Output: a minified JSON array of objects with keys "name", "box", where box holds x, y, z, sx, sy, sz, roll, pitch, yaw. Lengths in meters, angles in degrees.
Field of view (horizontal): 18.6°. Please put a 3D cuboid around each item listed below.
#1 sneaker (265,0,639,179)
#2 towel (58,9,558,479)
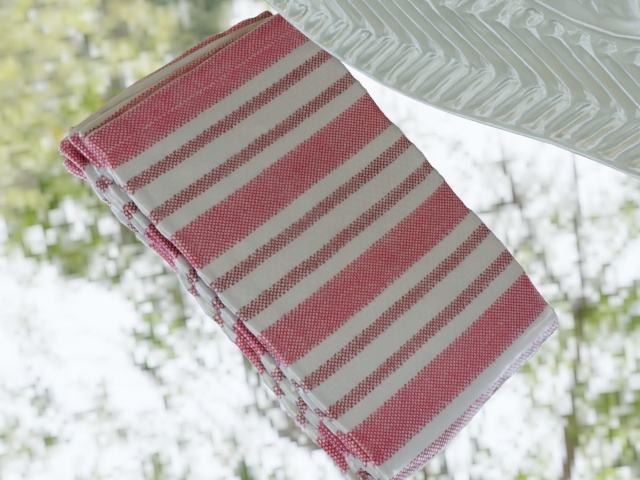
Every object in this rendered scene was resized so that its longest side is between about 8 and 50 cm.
[{"name":"sneaker","box":[0.097,-0.105,0.525,0.350,0.131,0.148,32,-117,29]},{"name":"towel","box":[0.000,0.000,0.821,0.144,0.197,0.029,-37,174,-42]}]
